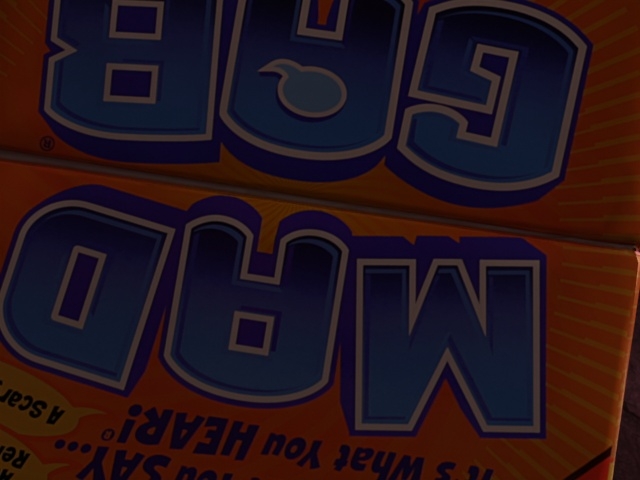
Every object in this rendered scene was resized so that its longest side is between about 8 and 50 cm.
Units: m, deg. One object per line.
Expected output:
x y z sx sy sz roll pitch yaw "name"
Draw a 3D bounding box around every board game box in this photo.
0.000 0.000 0.941 0.356 0.356 0.356 62 36 -81 "board game box"
